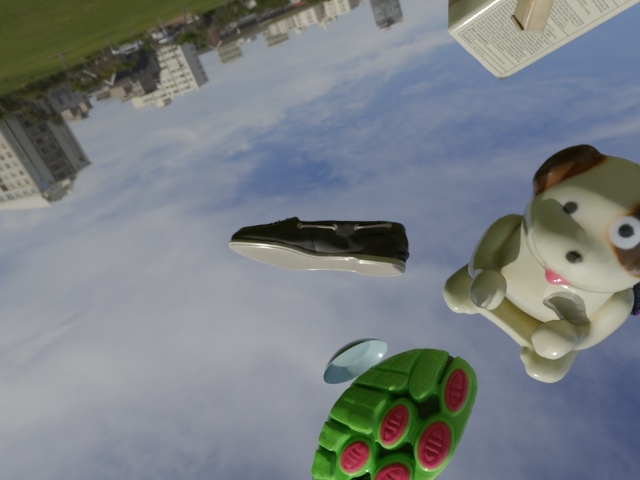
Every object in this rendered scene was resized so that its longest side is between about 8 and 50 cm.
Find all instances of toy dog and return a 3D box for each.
[{"bbox_3d":[0.434,0.029,0.854,0.395,0.408,0.285,-36,-113,-8],"label":"toy dog"}]

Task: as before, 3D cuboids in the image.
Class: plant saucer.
[{"bbox_3d":[0.086,0.312,1.340,0.194,0.195,0.037,-26,-127,-8],"label":"plant saucer"}]

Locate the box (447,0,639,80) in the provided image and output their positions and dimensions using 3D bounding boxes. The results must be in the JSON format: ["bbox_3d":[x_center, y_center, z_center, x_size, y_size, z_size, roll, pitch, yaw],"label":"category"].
[{"bbox_3d":[0.344,-0.377,0.695,0.311,0.148,0.121,-23,-130,45],"label":"box"}]

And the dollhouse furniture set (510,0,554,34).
[{"bbox_3d":[0.223,-0.277,0.518,0.101,0.182,0.161,-4,-130,-2],"label":"dollhouse furniture set"}]

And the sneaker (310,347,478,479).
[{"bbox_3d":[0.088,0.369,0.797,0.185,0.483,0.202,34,-165,27],"label":"sneaker"}]

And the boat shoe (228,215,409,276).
[{"bbox_3d":[0.000,0.000,0.952,0.334,0.112,0.096,7,-113,3],"label":"boat shoe"}]

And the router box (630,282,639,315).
[{"bbox_3d":[0.593,0.069,1.067,0.046,0.133,0.179,-12,-165,-27],"label":"router box"}]
